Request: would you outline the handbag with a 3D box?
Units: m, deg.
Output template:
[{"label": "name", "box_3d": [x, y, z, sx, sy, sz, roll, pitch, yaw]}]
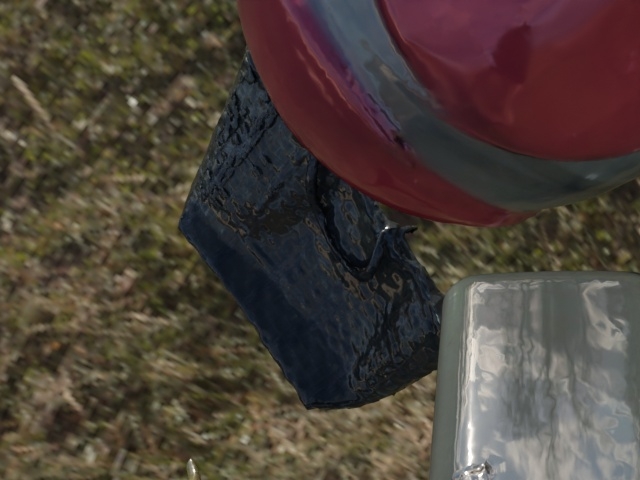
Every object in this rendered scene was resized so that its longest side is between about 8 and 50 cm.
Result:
[{"label": "handbag", "box_3d": [0.000, 0.000, 1.227, 0.089, 0.175, 0.270, -25, 72, -35]}]

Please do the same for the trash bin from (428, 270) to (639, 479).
[{"label": "trash bin", "box_3d": [0.083, 0.141, 0.578, 0.101, 0.176, 0.236, -3, 39, 9]}]

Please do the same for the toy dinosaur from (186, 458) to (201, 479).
[{"label": "toy dinosaur", "box_3d": [-0.077, 0.230, 1.169, 0.200, 0.072, 0.251, -43, 13, -32]}]

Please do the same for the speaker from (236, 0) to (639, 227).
[{"label": "speaker", "box_3d": [0.103, -0.151, 0.867, 0.294, 0.294, 0.294, -8, 68, 21]}]
